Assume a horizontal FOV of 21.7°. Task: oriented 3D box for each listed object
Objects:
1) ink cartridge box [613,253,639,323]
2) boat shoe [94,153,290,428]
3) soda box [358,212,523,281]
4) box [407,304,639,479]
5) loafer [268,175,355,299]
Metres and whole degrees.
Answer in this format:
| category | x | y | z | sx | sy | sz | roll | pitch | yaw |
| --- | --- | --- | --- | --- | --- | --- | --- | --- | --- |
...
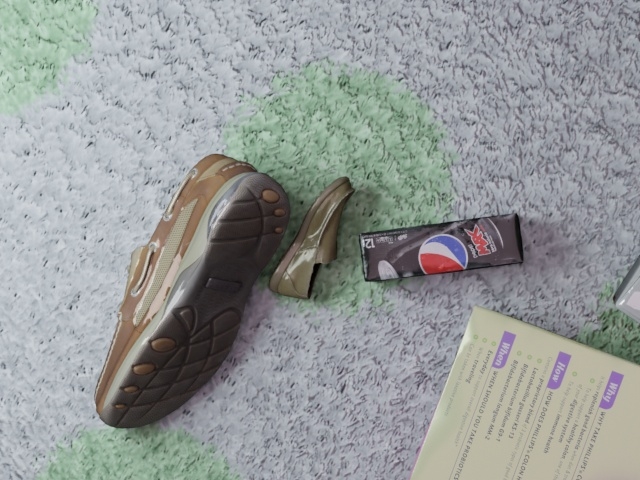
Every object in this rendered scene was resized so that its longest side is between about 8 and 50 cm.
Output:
| category | x | y | z | sx | sy | sz | roll | pitch | yaw |
| --- | --- | --- | --- | --- | --- | --- | --- | --- | --- |
| ink cartridge box | 0.445 | 0.095 | 1.632 | 0.306 | 0.226 | 0.131 | 33 | 94 | 7 |
| boat shoe | -0.150 | 0.053 | 1.784 | 0.116 | 0.123 | 0.324 | 42 | 104 | 41 |
| soda box | 0.128 | 0.008 | 1.761 | 0.169 | 0.060 | 0.053 | -8 | 87 | 7 |
| box | 0.237 | 0.206 | 1.703 | 0.243 | 0.117 | 0.213 | 20 | 89 | 12 |
| loafer | 0.000 | 0.000 | 1.785 | 0.050 | 0.056 | 0.148 | 32 | 102 | 7 |
